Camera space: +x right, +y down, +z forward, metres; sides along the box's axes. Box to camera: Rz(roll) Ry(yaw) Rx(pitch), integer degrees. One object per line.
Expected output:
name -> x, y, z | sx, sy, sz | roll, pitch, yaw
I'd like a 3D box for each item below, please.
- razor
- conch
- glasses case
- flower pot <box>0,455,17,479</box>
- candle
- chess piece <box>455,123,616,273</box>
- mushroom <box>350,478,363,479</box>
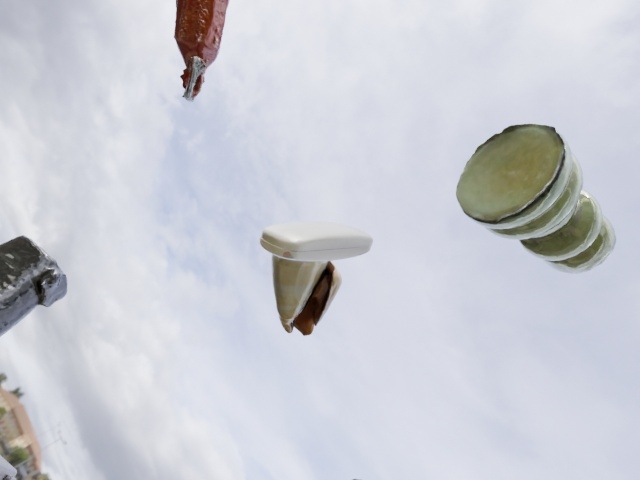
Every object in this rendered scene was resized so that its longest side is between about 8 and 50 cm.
razor -> -0.686, 0.124, 0.802 | 0.189, 0.327, 0.107 | 35, -46, 10
conch -> -0.042, 0.089, 0.926 | 0.159, 0.127, 0.255 | 10, -56, -10
glasses case -> 0.000, 0.000, 0.623 | 0.081, 0.204, 0.051 | 27, -70, 41
flower pot -> -0.486, 0.339, 0.532 | 0.084, 0.178, 0.251 | 33, -40, -4
candle -> -0.085, -0.188, 0.313 | 0.048, 0.053, 0.162 | 23, -73, 42
chess piece -> 0.302, -0.030, 0.538 | 0.133, 0.243, 0.133 | -35, -140, 35
mushroom -> -0.024, 0.702, 0.939 | 0.208, 0.233, 0.301 | -18, -110, 56
